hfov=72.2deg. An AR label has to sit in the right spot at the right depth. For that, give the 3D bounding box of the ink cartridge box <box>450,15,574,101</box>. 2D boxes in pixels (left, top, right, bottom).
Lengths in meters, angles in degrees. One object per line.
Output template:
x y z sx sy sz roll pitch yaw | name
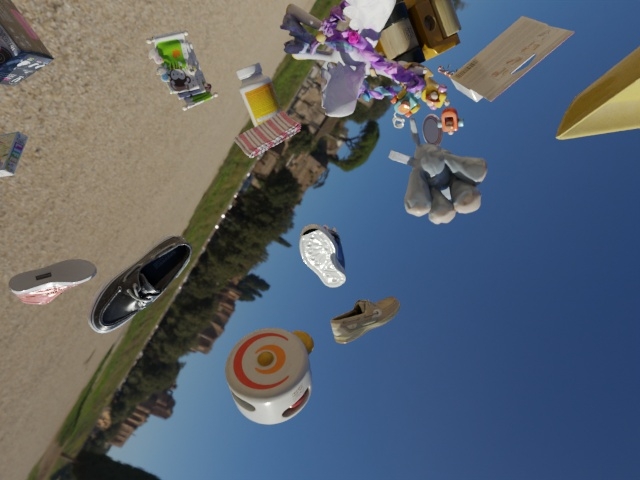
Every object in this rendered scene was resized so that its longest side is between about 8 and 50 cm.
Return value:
0.606 -0.566 1.404 0.296 0.066 0.261 -39 -143 13 | ink cartridge box

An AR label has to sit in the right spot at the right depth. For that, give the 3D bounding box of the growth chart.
-0.431 -0.531 1.371 0.021 0.237 0.172 9 -137 39 | growth chart

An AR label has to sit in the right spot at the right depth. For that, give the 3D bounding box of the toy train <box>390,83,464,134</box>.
0.238 -0.288 0.998 0.125 0.166 0.046 74 32 -42 | toy train

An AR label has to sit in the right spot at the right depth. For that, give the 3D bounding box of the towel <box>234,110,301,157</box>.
-0.174 -0.348 1.415 0.197 0.029 0.144 -32 -136 -11 | towel

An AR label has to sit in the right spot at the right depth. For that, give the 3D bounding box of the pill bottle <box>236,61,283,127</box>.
-0.249 -0.590 1.798 0.136 0.245 0.136 -18 -156 9 | pill bottle

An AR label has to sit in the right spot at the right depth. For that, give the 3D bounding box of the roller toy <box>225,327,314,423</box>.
-0.115 0.306 1.014 0.191 0.209 0.146 -96 -179 -47 | roller toy

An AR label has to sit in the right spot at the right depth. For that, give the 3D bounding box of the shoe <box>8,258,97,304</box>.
-0.622 0.098 1.036 0.063 0.178 0.081 65 -26 23 | shoe

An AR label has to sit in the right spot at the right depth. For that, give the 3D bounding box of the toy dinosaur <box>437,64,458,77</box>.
0.529 -0.699 1.823 0.047 0.082 0.090 122 -40 -74 | toy dinosaur

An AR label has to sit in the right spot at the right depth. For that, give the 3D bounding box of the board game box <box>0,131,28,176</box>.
-0.781 -0.205 1.064 0.154 0.026 0.103 1 -109 28 | board game box

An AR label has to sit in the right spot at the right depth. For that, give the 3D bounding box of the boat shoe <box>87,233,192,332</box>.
-0.433 0.109 1.069 0.301 0.108 0.102 -45 -148 -17 | boat shoe

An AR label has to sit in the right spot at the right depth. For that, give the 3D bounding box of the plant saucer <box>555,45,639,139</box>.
0.729 -0.349 0.936 0.333 0.333 0.081 127 -51 -68 | plant saucer

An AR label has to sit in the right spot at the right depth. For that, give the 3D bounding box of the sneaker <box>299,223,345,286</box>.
0.001 0.000 1.636 0.130 0.323 0.236 -20 -137 10 | sneaker

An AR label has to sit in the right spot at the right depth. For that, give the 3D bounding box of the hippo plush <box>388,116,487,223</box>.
0.335 -0.180 1.326 0.234 0.294 0.236 -60 175 9 | hippo plush

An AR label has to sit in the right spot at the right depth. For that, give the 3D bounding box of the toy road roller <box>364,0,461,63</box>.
0.293 -0.703 1.511 0.329 0.202 0.240 -34 -162 -24 | toy road roller

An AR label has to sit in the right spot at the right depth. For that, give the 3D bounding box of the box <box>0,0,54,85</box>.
-0.827 -0.525 1.071 0.142 0.247 0.163 -32 -164 5 | box

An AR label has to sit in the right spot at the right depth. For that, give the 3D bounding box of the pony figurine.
0.075 -0.453 1.043 0.351 0.363 0.303 -4 122 -53 | pony figurine

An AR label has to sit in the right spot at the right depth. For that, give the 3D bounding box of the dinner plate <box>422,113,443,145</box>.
0.474 -0.466 1.867 0.017 0.141 0.141 0 -123 50 | dinner plate

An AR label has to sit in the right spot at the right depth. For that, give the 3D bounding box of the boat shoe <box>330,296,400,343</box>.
0.168 0.266 1.605 0.302 0.098 0.109 -23 -169 -27 | boat shoe
